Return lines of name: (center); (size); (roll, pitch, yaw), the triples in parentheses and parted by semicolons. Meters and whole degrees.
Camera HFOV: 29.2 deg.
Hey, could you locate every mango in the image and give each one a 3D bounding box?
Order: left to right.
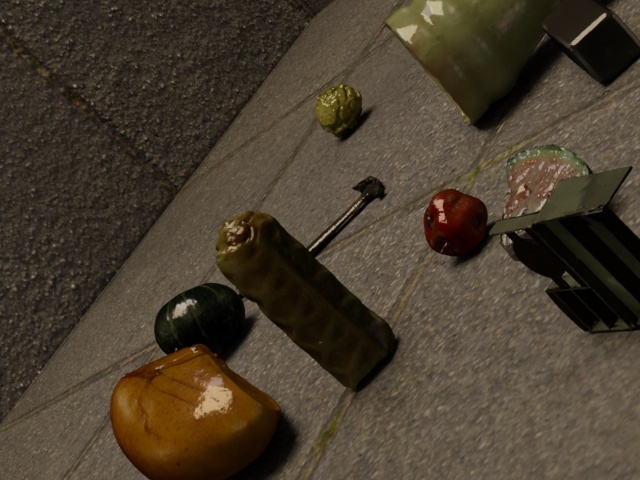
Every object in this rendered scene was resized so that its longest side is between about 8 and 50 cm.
mango: (-0.164, 0.244, 1.689); (0.350, 0.201, 0.199); (2, 86, 61)

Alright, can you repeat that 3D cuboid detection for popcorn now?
popcorn: (0.043, -0.279, 2.661); (0.120, 0.116, 0.106); (-38, 59, 39)

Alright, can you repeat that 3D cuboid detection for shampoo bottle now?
shampoo bottle: (0.380, -0.294, 1.747); (0.079, 0.080, 0.246); (-42, 15, 12)

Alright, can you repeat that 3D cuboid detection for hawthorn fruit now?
hawthorn fruit: (0.173, -0.020, 1.593); (0.093, 0.093, 0.093); (-43, 14, 14)

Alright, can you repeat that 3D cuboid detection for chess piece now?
chess piece: (0.333, -0.407, 1.940); (0.442, 0.234, 0.234); (-41, 15, 6)

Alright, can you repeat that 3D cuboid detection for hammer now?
hammer: (-0.001, -0.001, 2.160); (0.297, 0.027, 0.125); (-46, 15, 6)

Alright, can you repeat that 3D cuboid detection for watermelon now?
watermelon: (0.260, -0.034, 1.420); (0.139, 0.071, 0.187); (-54, 23, -2)

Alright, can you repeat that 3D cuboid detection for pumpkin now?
pumpkin: (-0.211, 0.144, 2.158); (0.167, 0.125, 0.167); (-22, -26, -11)

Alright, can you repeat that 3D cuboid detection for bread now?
bread: (-0.023, 0.069, 1.533); (0.098, 0.269, 0.087); (-47, 17, -1)

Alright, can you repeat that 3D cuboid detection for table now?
table: (0.260, 0.012, 1.112); (0.062, 0.146, 0.175); (-52, 16, -19)

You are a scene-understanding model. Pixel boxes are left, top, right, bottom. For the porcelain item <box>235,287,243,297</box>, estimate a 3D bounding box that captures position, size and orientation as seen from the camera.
porcelain item: (-0.145, 0.092, 2.332); (0.136, 0.021, 0.075); (-48, 14, -6)
